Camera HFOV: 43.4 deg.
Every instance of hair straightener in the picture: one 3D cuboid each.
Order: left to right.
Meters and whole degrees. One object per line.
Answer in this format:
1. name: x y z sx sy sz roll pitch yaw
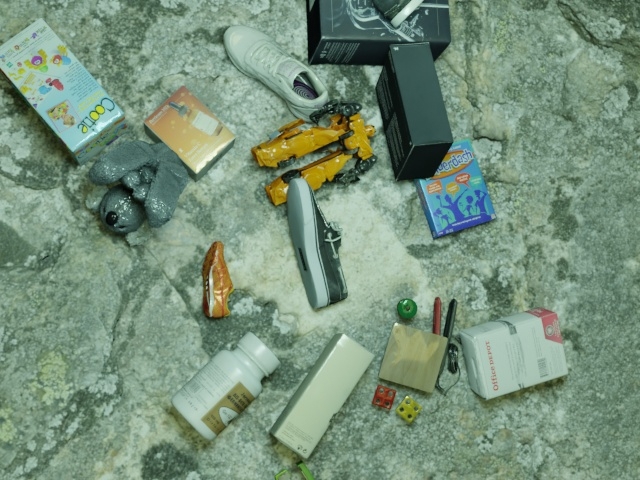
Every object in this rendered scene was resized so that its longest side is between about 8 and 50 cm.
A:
1. hair straightener: 0.309 0.250 1.903 0.089 0.047 0.230 4 81 -9

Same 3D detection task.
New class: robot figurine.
1. robot figurine: -0.006 -0.209 1.875 0.291 0.085 0.211 -25 118 -13

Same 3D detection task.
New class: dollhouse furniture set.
1. dollhouse furniture set: -0.088 0.554 1.779 0.151 0.076 0.059 -32 88 -13

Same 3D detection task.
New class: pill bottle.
1. pill bottle: -0.203 0.315 1.765 0.229 0.131 0.131 -44 91 -12

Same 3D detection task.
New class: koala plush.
1. koala plush: -0.410 -0.093 1.766 0.196 0.221 0.203 37 35 -6

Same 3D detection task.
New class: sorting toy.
1. sorting toy: 0.210 0.280 1.874 0.132 0.046 0.275 16 88 -2

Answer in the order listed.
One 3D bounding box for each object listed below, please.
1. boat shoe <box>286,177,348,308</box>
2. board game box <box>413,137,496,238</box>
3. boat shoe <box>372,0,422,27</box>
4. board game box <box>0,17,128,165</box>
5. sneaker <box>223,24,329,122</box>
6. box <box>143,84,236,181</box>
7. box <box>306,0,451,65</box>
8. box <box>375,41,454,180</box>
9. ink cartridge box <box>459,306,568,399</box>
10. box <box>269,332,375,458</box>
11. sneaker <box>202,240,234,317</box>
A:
1. boat shoe: 0.002 0.001 1.839 0.105 0.113 0.306 -16 98 -20
2. board game box: 0.318 -0.127 1.958 0.160 0.047 0.210 -18 84 -11
3. boat shoe: 0.238 -0.613 1.799 0.091 0.114 0.302 43 76 -9
4. board game box: -0.575 -0.325 1.787 0.144 0.142 0.275 -40 90 -13
5. sneaker: -0.093 -0.409 1.876 0.305 0.152 0.114 39 80 -1
6. box: -0.300 -0.244 1.848 0.170 0.091 0.130 44 78 -2
7. box: 0.130 -0.607 1.928 0.312 0.179 0.343 -1 82 -11
8. box: 0.213 -0.297 1.867 0.103 0.184 0.261 -7 70 -8
9. ink cartridge box: 0.451 0.263 1.889 0.218 0.092 0.159 -15 99 -13
10. box: 0.002 0.345 1.807 0.094 0.113 0.275 36 79 -4
11. sneaker: -0.232 0.088 1.837 0.067 0.064 0.175 3 86 -29
